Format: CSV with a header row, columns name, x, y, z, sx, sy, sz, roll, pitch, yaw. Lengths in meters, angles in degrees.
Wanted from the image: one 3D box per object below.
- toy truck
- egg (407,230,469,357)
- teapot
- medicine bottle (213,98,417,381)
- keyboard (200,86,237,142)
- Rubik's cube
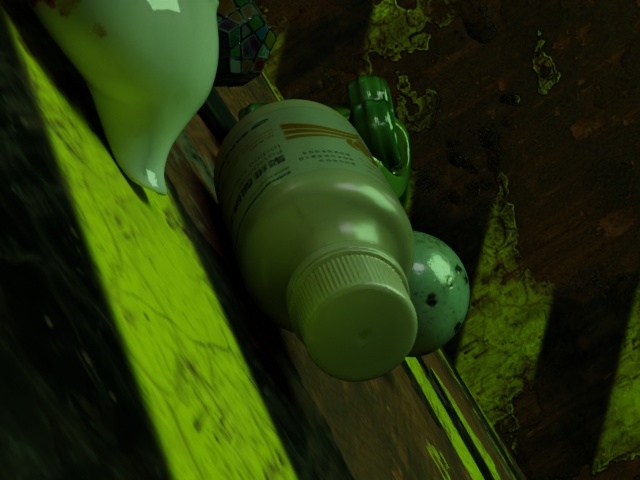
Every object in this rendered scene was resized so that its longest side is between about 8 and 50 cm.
name,x,y,z,sx,sy,sz,roll,pitch,yaw
toy truck,0.012,-0.033,1.149,0.187,0.148,0.210,-22,101,-84
egg,0.090,0.056,1.385,0.131,0.131,0.164,58,-6,10
teapot,-0.117,-0.138,0.725,0.226,0.092,0.145,55,3,14
medicine bottle,0.000,0.000,0.855,0.114,0.114,0.252,55,5,-28
keyboard,-0.134,-0.186,1.188,0.103,0.041,0.381,-111,175,-57
Rubik's cube,-0.098,-0.203,1.325,0.093,0.111,0.111,28,17,-24
